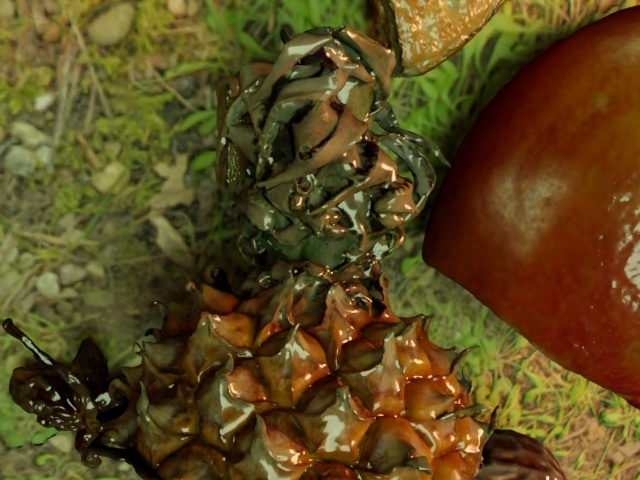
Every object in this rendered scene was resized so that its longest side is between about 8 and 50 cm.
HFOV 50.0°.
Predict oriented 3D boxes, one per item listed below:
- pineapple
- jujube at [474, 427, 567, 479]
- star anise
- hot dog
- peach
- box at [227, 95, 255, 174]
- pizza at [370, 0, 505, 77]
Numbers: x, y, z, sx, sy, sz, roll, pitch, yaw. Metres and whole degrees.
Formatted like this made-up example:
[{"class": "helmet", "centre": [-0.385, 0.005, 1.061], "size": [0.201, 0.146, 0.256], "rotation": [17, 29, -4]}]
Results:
[{"class": "pineapple", "centre": [0.000, 0.000, 0.444], "size": [0.262, 0.262, 0.272], "rotation": [7, 90, -19]}, {"class": "jujube", "centre": [0.093, 0.307, 0.636], "size": [0.316, 0.226, 0.226], "rotation": [-24, 115, -2]}, {"class": "star anise", "centre": [-0.192, 0.117, 0.544], "size": [0.097, 0.070, 0.191], "rotation": [-26, 128, 5]}, {"class": "hot dog", "centre": [-0.063, -0.082, 0.538], "size": [0.034, 0.030, 0.090], "rotation": [-6, 111, -24]}, {"class": "peach", "centre": [0.287, -0.026, 0.553], "size": [0.380, 0.242, 0.306], "rotation": [-35, 120, -2]}, {"class": "box", "centre": [-0.020, -0.047, 0.548], "size": [0.089, 0.022, 0.157], "rotation": [-22, 121, -30]}, {"class": "pizza", "centre": [0.060, -0.237, 0.505], "size": [0.199, 0.062, 0.188], "rotation": [43, 81, -19]}]
